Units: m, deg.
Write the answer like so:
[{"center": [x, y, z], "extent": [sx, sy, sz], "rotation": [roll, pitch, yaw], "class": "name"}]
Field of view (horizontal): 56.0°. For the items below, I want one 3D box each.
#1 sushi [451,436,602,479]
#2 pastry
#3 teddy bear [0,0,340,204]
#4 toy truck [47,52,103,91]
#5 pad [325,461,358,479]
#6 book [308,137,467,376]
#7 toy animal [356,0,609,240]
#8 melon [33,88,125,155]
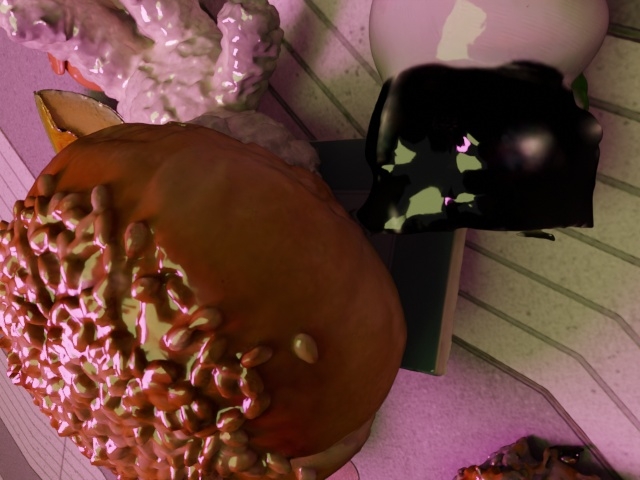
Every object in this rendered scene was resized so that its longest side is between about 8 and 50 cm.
[{"center": [0.258, 0.437, 0.688], "extent": [0.418, 0.176, 0.417], "rotation": [18, 119, 35], "class": "sushi"}, {"center": [-0.121, 0.089, 0.565], "extent": [0.410, 0.245, 0.409], "rotation": [16, 130, 20], "class": "pastry"}, {"center": [-0.165, -0.138, 0.688], "extent": [0.327, 0.375, 0.362], "rotation": [-34, 45, 15], "class": "teddy bear"}, {"center": [-0.356, -0.363, 0.881], "extent": [0.265, 0.189, 0.239], "rotation": [48, 148, 25], "class": "toy truck"}, {"center": [-0.013, 0.446, 1.053], "extent": [0.176, 0.002, 0.266], "rotation": [22, 122, 33], "class": "pad"}, {"center": [0.000, 0.000, 0.739], "extent": [0.380, 0.031, 0.264], "rotation": [6, 82, 39], "class": "book"}, {"center": [0.143, -0.129, 0.526], "extent": [0.213, 0.213, 0.266], "rotation": [5, 90, 40], "class": "toy animal"}, {"center": [-0.384, -0.135, 1.054], "extent": [0.169, 0.129, 0.265], "rotation": [-5, 109, 66], "class": "melon"}]
